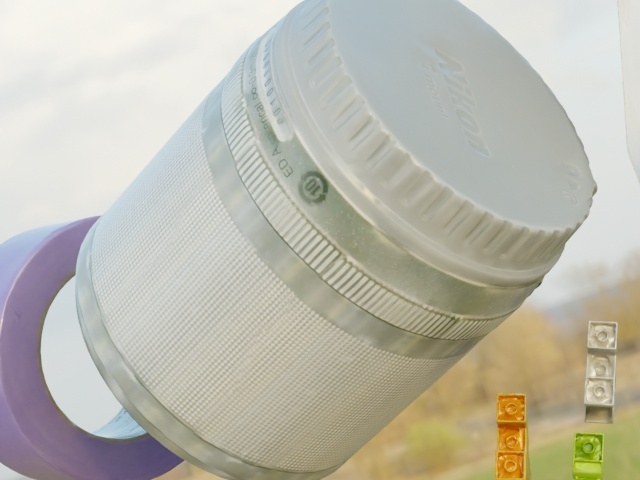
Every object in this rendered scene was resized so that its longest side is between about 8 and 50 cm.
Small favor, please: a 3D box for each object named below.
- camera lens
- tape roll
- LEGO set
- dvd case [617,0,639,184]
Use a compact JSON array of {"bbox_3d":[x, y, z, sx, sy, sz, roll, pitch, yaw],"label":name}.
[{"bbox_3d":[0.000,0.000,1.078,0.274,0.219,0.219,-46,-19,33],"label":"camera lens"},{"bbox_3d":[-0.161,0.078,1.265,0.189,0.189,0.080,-16,4,-38],"label":"tape roll"},{"bbox_3d":[0.147,0.173,1.156,0.087,0.227,0.093,3,-22,10],"label":"LEGO set"},{"bbox_3d":[0.198,-0.138,1.077,0.022,0.253,0.180,-7,23,3],"label":"dvd case"}]
